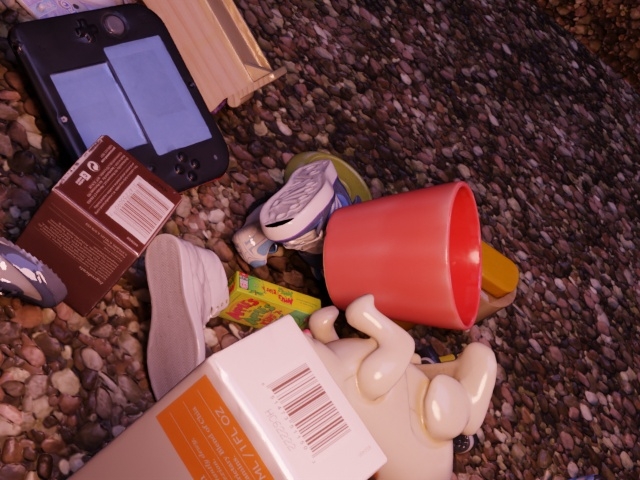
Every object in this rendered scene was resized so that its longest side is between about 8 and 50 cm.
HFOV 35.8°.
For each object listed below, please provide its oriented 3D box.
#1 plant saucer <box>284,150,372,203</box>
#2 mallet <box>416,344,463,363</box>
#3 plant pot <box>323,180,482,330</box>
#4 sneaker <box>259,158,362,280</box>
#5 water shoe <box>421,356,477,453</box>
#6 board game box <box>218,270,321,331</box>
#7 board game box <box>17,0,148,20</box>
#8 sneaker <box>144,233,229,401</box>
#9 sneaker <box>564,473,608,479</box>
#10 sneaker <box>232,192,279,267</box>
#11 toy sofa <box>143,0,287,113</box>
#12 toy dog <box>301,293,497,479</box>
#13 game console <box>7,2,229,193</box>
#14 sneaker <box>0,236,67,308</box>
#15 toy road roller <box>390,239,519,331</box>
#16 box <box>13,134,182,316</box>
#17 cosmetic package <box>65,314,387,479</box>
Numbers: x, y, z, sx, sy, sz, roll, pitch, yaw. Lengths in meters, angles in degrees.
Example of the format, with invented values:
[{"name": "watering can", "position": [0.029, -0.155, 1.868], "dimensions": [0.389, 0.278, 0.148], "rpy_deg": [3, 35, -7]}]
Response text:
[{"name": "plant saucer", "position": [0.031, -0.103, 2.152], "dimensions": [0.241, 0.037, 0.241], "rpy_deg": [24, 45, -26]}, {"name": "mallet", "position": [0.270, 0.240, 2.095], "dimensions": [0.189, 0.039, 0.062], "rpy_deg": [-11, 64, -52]}, {"name": "plant pot", "position": [0.150, 0.032, 1.807], "dimensions": [0.275, 0.243, 0.275], "rpy_deg": [-3, 90, -69]}, {"name": "sneaker", "position": [0.000, 0.000, 1.906], "dimensions": [0.323, 0.130, 0.236], "rpy_deg": [-63, 136, -63]}, {"name": "water shoe", "position": [0.245, 0.330, 1.982], "dimensions": [0.080, 0.073, 0.203], "rpy_deg": [9, 54, -65]}, {"name": "board game box", "position": [-0.098, 0.121, 1.806], "dimensions": [0.181, 0.092, 0.043], "rpy_deg": [21, 48, -29]}, {"name": "board game box", "position": [-0.462, -0.538, 2.049], "dimensions": [0.390, 0.050, 0.390], "rpy_deg": [46, 39, -3]}, {"name": "sneaker", "position": [-0.209, 0.143, 1.673], "dimensions": [0.169, 0.108, 0.293], "rpy_deg": [19, 65, -63]}, {"name": "sneaker", "position": [0.547, 0.612, 1.949], "dimensions": [0.129, 0.147, 0.330], "rpy_deg": [19, 48, -31]}, {"name": "sneaker", "position": [-0.103, -0.029, 1.947], "dimensions": [0.086, 0.085, 0.237], "rpy_deg": [65, 30, -22]}, {"name": "toy sofa", "position": [-0.237, -0.454, 2.067], "dimensions": [0.363, 0.177, 0.150], "rpy_deg": [60, 14, -10]}, {"name": "toy dog", "position": [0.035, 0.287, 1.695], "dimensions": [0.407, 0.284, 0.396], "rpy_deg": [20, 80, -31]}, {"name": "game console", "position": [-0.361, -0.254, 1.853], "dimensions": [0.342, 0.060, 0.387], "rpy_deg": [-26, 87, -50]}, {"name": "sneaker", "position": [-0.540, 0.043, 1.478], "dimensions": [0.319, 0.112, 0.131], "rpy_deg": [31, 59, -16]}, {"name": "toy road roller", "position": [0.222, 0.104, 2.040], "dimensions": [0.329, 0.202, 0.241], "rpy_deg": [31, 54, -12]}, {"name": "box", "position": [-0.363, -0.022, 1.595], "dimensions": [0.167, 0.203, 0.168], "rpy_deg": [39, 40, -10]}, {"name": "cosmetic package", "position": [-0.151, 0.315, 1.313], "dimensions": [0.161, 0.453, 0.230], "rpy_deg": [-25, 76, -49]}]
